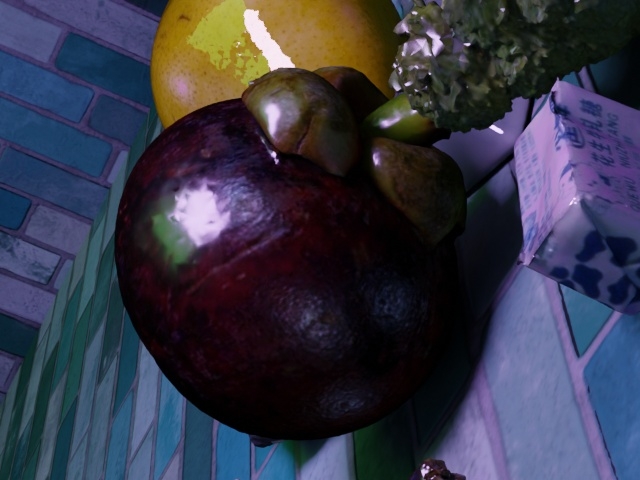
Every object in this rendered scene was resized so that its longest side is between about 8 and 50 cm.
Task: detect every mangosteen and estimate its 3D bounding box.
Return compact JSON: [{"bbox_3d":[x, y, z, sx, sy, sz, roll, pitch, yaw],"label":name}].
[{"bbox_3d":[-0.009,0.012,1.348,0.300,0.300,0.300,-58,17,30],"label":"mangosteen"}]

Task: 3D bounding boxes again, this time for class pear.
[{"bbox_3d":[-0.037,-0.169,1.714,0.285,0.285,0.336,-64,16,13],"label":"pear"}]

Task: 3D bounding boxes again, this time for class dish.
[{"bbox_3d":[0.126,-0.160,1.503,0.182,0.080,0.243,-43,27,57],"label":"dish"}]

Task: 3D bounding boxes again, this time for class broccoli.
[{"bbox_3d":[0.145,-0.197,1.256,0.302,0.186,0.254,-21,57,47],"label":"broccoli"}]

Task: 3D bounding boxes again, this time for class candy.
[{"bbox_3d":[0.180,-0.030,1.099,0.160,0.092,0.073,-86,22,-55],"label":"candy"}]

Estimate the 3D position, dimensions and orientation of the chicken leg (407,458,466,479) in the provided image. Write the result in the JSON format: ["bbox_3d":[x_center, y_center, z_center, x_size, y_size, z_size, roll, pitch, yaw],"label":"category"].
[{"bbox_3d":[0.043,0.231,1.243,0.196,0.080,0.125,-54,28,18],"label":"chicken leg"}]

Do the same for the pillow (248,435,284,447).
[{"bbox_3d":[-0.039,0.106,1.659,0.161,0.093,0.335,-62,16,5],"label":"pillow"}]

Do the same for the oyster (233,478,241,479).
[{"bbox_3d":[-0.077,0.307,1.566,0.191,0.081,0.163,10,101,60],"label":"oyster"}]
